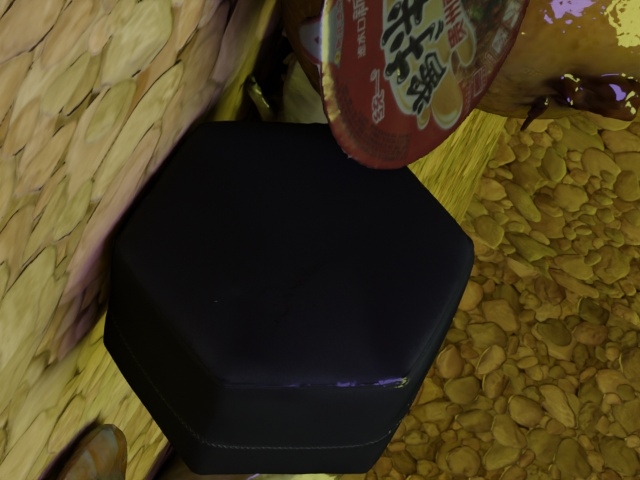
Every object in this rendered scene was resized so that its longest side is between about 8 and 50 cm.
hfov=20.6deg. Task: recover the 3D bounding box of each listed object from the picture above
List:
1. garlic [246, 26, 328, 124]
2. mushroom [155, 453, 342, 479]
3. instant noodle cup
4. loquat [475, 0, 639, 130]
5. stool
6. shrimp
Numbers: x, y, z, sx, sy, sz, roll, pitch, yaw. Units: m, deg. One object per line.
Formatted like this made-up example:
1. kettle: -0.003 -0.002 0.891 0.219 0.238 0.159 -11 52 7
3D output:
1. garlic: 0.040 -0.125 1.289 0.229 0.143 0.178 -56 179 32
2. mushroom: -0.127 0.298 1.823 0.217 0.212 0.292 41 -58 53
3. instant noodle cup: 0.044 -0.186 1.116 0.274 0.090 0.274 -39 142 -40
4. loquat: 0.191 -0.218 1.434 0.275 0.275 0.275 -60 173 -13
5. stool: -0.023 0.039 1.152 0.232 0.232 0.141 -56 169 -36
6. shrimp: -0.200 0.238 1.291 0.254 0.059 0.145 -55 168 -43
